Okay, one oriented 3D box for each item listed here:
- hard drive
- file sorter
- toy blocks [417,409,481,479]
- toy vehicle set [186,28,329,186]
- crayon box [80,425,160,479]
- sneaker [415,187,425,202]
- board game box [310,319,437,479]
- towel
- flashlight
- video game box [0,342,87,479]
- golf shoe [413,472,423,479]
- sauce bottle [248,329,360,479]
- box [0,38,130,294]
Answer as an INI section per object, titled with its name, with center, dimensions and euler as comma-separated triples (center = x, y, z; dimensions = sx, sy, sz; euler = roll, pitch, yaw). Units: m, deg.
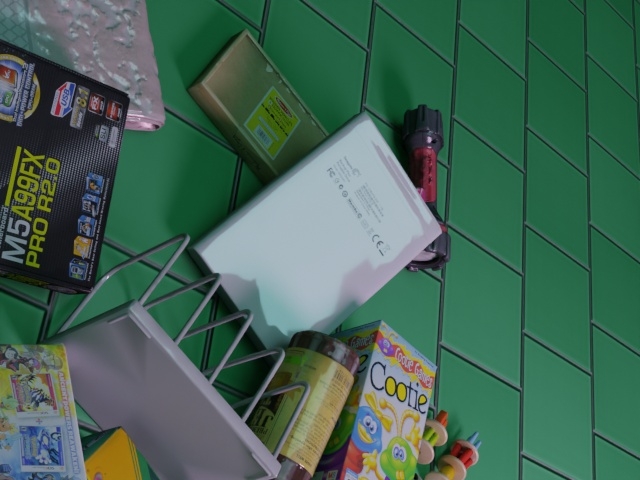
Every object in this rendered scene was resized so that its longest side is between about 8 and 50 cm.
[hard drive]
center = 0.000, 0.000, 1.594
dimensions = 0.353, 0.047, 0.233
euler = -40, 105, -24
[file sorter]
center = -0.172, 0.160, 1.333
dimensions = 0.278, 0.193, 0.173
euler = 52, 40, -18
[toy blocks]
center = 0.214, 0.341, 1.778
dimensions = 0.148, 0.054, 0.123
euler = -37, 103, -49
[toy vehicle set]
center = -0.083, -0.188, 1.696
dimensions = 0.267, 0.035, 0.166
euler = 51, 43, -19
[crayon box]
center = -0.286, 0.362, 1.200
dimensions = 0.165, 0.081, 0.278
euler = 58, 42, -12
[sneaker]
center = 0.056, -0.021, 1.738
dimensions = 0.252, 0.111, 0.103
euler = -35, 138, -32
[board game box]
center = 0.053, 0.279, 1.561
dimensions = 0.144, 0.142, 0.275
euler = 40, 48, -29
[towel]
center = -0.361, -0.322, 1.439
dimensions = 0.317, 0.053, 0.332
euler = 2, 73, -47
[flashlight]
center = 0.182, -0.099, 1.898
dimensions = 0.103, 0.103, 0.304
euler = 23, 59, -37
[video game box]
center = -0.357, 0.207, 1.149
dimensions = 0.187, 0.048, 0.205
euler = 3, 53, -31
[golf shoe]
center = 0.109, 0.402, 1.646
dimensions = 0.176, 0.069, 0.086
euler = 12, 45, -48
[sauce bottle]
center = -0.055, 0.288, 1.435
dimensions = 0.111, 0.111, 0.344
euler = 42, 59, -28
[box]
center = -0.357, -0.087, 1.294
dimensions = 0.216, 0.060, 0.270
euler = 22, 70, -42
